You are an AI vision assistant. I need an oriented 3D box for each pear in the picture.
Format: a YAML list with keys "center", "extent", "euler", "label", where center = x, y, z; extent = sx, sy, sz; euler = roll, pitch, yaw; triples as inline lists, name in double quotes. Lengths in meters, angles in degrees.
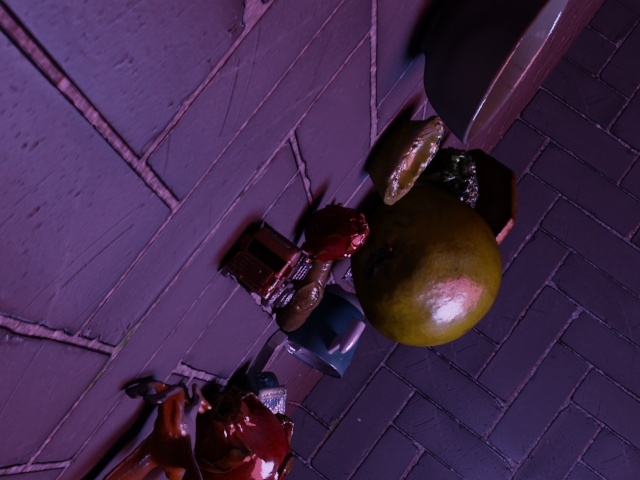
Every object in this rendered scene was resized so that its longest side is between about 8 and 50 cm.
- center: [0.232, 0.056, 2.120]
  extent: [0.352, 0.352, 0.413]
  euler: [-54, 159, 6]
  label: "pear"

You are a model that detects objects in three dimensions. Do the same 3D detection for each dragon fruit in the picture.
- center: [0.000, 0.000, 1.602]
  extent: [0.190, 0.094, 0.094]
  euler: [-29, -168, 45]
  label: "dragon fruit"
- center: [-0.166, 0.412, 1.868]
  extent: [0.250, 0.250, 0.315]
  euler: [-38, 146, -59]
  label: "dragon fruit"

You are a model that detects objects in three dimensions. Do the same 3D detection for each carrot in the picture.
- center: [-0.012, 0.057, 1.803]
  extent: [0.070, 0.070, 0.342]
  euler: [-44, 166, -45]
  label: "carrot"

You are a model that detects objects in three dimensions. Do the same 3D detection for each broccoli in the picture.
- center: [0.292, -0.120, 2.343]
  extent: [0.226, 0.176, 0.198]
  euler: [70, 12, -57]
  label: "broccoli"

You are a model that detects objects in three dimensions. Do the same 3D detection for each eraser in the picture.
- center: [-0.115, 0.252, 2.115]
  extent: [0.122, 0.029, 0.052]
  euler: [-59, 169, 31]
  label: "eraser"

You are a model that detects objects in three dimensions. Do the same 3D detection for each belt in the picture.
- center: [-0.136, 0.349, 2.042]
  extent: [0.082, 0.147, 0.163]
  euler: [-5, 113, -27]
  label: "belt"

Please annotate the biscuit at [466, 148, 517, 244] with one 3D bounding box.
- center: [0.342, -0.068, 2.444]
  extent: [0.046, 0.359, 0.359]
  euler: [29, 99, -42]
  label: "biscuit"

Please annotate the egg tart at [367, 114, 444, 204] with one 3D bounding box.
- center: [0.152, -0.157, 1.780]
  extent: [0.197, 0.078, 0.197]
  euler: [-52, 169, -14]
  label: "egg tart"

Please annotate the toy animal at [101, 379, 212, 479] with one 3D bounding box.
- center: [-0.238, 0.278, 1.445]
  extent: [0.302, 0.224, 0.284]
  euler: [-65, 167, -68]
  label: "toy animal"

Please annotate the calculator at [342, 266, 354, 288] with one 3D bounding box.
- center: [0.124, 0.055, 2.606]
  extent: [0.166, 0.028, 0.274]
  euler: [-50, 169, -1]
  label: "calculator"

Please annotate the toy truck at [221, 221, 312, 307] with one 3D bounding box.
- center: [-0.069, 0.035, 1.364]
  extent: [0.092, 0.083, 0.192]
  euler: [-53, 172, 2]
  label: "toy truck"

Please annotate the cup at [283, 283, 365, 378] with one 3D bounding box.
- center: [0.018, 0.193, 2.183]
  extent: [0.173, 0.167, 0.299]
  euler: [-59, -160, -17]
  label: "cup"

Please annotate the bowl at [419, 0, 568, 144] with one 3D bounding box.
- center: [0.243, -0.303, 1.474]
  extent: [0.289, 0.146, 0.289]
  euler: [-51, 169, -14]
  label: "bowl"
